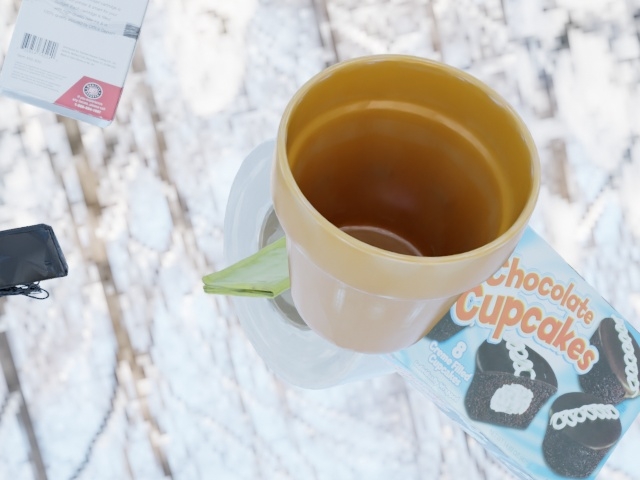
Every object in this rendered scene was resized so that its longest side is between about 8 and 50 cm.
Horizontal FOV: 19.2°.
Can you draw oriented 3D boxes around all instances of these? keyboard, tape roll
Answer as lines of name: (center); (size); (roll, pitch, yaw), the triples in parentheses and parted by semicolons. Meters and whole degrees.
keyboard: (-0.392, 0.030, 2.239); (0.192, 0.100, 0.038); (-9, -151, 12)
tape roll: (0.010, 0.018, 2.086); (0.100, 0.286, 0.286); (-10, -167, -36)

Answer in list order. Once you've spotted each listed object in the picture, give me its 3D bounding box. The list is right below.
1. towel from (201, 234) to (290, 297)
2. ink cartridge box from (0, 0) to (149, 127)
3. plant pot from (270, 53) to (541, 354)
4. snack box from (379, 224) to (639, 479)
towel: (0.000, 0.000, 1.814); (0.102, 0.021, 0.237); (0, -158, 45)
ink cartridge box: (-0.201, -0.173, 1.558); (0.099, 0.135, 0.056); (18, 173, -11)
plant pot: (0.054, -0.011, 1.506); (0.205, 0.188, 0.205); (6, -127, -7)
snack box: (0.188, 0.101, 1.861); (0.187, 0.322, 0.060); (-54, -152, -11)
